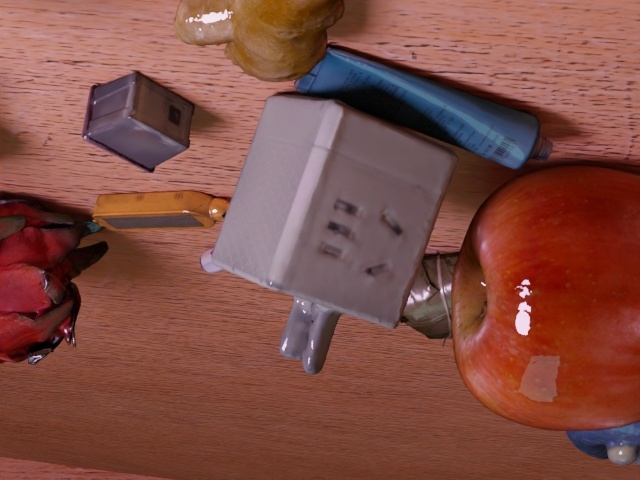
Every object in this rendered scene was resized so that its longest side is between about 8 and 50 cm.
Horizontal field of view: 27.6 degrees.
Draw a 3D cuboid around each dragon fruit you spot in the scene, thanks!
[{"bbox_3d":[-0.366,0.043,1.483,0.192,0.274,0.193,46,168,54],"label":"dragon fruit"}]

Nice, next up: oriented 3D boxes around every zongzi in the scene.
[{"bbox_3d":[0.183,0.064,1.488,0.178,0.081,0.189,-13,158,24],"label":"zongzi"}]

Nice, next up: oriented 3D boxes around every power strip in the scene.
[{"bbox_3d":[-0.171,-0.032,1.430,0.178,0.028,0.049,-1,157,26],"label":"power strip"},{"bbox_3d":[0.000,0.000,1.132,0.140,0.224,0.139,21,179,-30],"label":"power strip"}]

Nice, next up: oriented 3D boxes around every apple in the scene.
[{"bbox_3d":[0.247,0.057,1.196,0.241,0.242,0.242,6,160,-10],"label":"apple"}]

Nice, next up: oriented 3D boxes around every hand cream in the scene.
[{"bbox_3d":[0.091,-0.111,1.106,0.224,0.048,0.083,19,158,-8],"label":"hand cream"}]

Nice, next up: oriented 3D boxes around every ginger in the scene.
[{"bbox_3d":[0.002,-0.188,0.897,0.118,0.065,0.299,15,157,-26],"label":"ginger"}]

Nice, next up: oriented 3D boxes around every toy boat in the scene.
[{"bbox_3d":[0.461,0.286,1.879,0.215,0.123,0.330,3,160,20],"label":"toy boat"}]

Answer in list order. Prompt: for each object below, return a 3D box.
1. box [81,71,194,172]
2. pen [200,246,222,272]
[{"bbox_3d":[-0.163,-0.109,1.185,0.063,0.060,0.085,-17,146,41],"label":"box"},{"bbox_3d":[-0.052,0.000,1.465,0.033,0.033,0.269,23,156,-32],"label":"pen"}]
